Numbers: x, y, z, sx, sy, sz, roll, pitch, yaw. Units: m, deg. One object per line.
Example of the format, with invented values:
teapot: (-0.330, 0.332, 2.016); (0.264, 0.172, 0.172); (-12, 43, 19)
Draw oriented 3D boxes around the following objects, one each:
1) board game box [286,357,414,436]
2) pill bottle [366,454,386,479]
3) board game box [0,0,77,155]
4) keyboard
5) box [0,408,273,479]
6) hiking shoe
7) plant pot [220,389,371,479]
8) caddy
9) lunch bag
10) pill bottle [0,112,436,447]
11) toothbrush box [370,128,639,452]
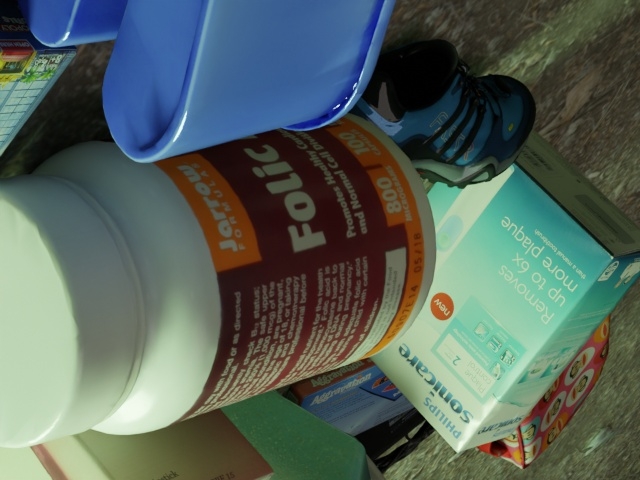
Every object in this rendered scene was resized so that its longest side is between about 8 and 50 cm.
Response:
board game box: (0.059, 0.186, 2.025); (0.281, 0.027, 0.145); (-20, 145, -37)
pill bottle: (-0.029, 0.385, 2.064); (0.265, 0.153, 0.153); (-35, 157, 5)
board game box: (-0.281, -0.064, 1.058); (0.194, 0.060, 0.194); (-9, 138, -52)
keyboard: (0.109, 0.244, 2.218); (0.317, 0.033, 0.201); (-35, 149, -16)
box: (-0.179, 0.178, 1.401); (0.148, 0.232, 0.127); (-18, 145, -45)
hiking shoe: (0.116, -0.123, 1.518); (0.304, 0.113, 0.132); (-17, 146, -46)
plant pot: (-0.070, 0.312, 1.802); (0.252, 0.247, 0.248); (-54, 160, -19)
caddy: (-0.053, -0.207, 0.962); (0.179, 0.241, 0.341); (-22, 149, -32)
lunch bag: (0.286, 0.186, 2.224); (0.258, 0.120, 0.293); (-51, 154, -21)
pill bottle: (-0.107, 0.023, 1.275); (0.392, 0.224, 0.224); (-14, 143, -49)
toothbrush box: (0.190, 0.051, 1.800); (0.126, 0.216, 0.295); (-7, 138, -53)
